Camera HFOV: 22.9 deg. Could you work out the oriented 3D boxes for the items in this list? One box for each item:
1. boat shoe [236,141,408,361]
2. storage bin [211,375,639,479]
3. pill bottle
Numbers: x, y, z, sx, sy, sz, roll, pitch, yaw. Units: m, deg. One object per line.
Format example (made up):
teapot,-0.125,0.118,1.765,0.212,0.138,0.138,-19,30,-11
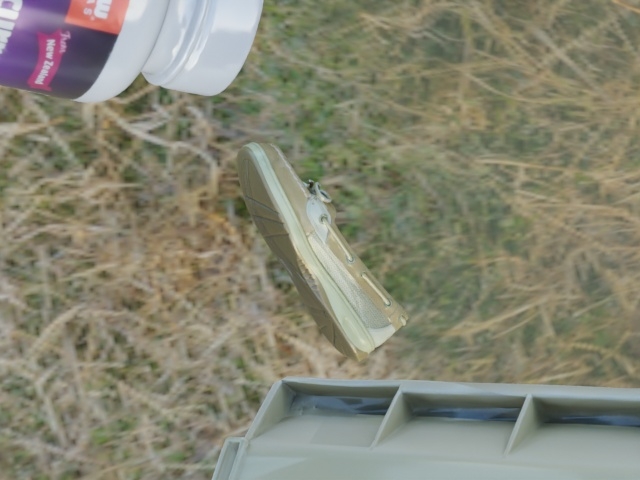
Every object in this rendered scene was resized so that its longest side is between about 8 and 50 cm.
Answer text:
boat shoe,0.001,0.001,0.948,0.048,0.056,0.153,-35,108,-16
storage bin,0.069,0.191,0.591,0.262,0.123,0.260,-1,57,33
pill bottle,-0.126,-0.118,0.665,0.108,0.193,0.108,-29,56,57
